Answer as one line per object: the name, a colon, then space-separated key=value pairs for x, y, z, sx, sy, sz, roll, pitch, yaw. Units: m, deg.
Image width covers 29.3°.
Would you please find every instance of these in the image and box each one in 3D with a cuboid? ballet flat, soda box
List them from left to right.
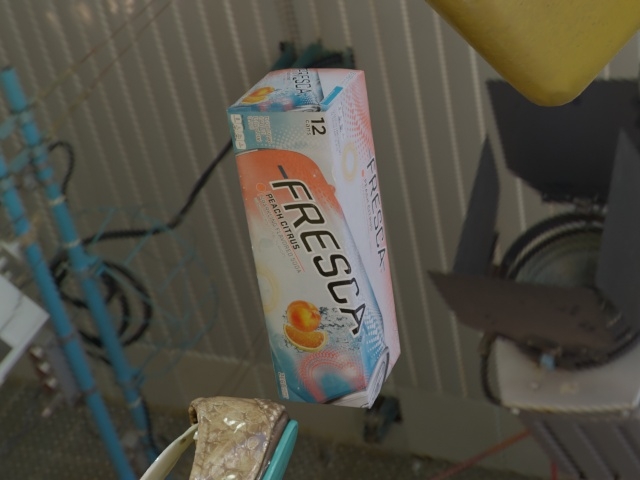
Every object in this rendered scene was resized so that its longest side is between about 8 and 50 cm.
ballet flat: x=-0.073 y=0.160 z=0.591 sx=0.067 sy=0.206 sz=0.073 roll=16 pitch=-44 yaw=8
soda box: x=0.000 y=0.000 z=0.677 sx=0.058 sy=0.063 sz=0.183 roll=2 pitch=-62 yaw=22

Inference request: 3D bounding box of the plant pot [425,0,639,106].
plant pot: x=0.038 y=-0.194 z=0.342 sx=0.212 sy=0.187 sz=0.212 roll=-48 pitch=-113 yaw=18
